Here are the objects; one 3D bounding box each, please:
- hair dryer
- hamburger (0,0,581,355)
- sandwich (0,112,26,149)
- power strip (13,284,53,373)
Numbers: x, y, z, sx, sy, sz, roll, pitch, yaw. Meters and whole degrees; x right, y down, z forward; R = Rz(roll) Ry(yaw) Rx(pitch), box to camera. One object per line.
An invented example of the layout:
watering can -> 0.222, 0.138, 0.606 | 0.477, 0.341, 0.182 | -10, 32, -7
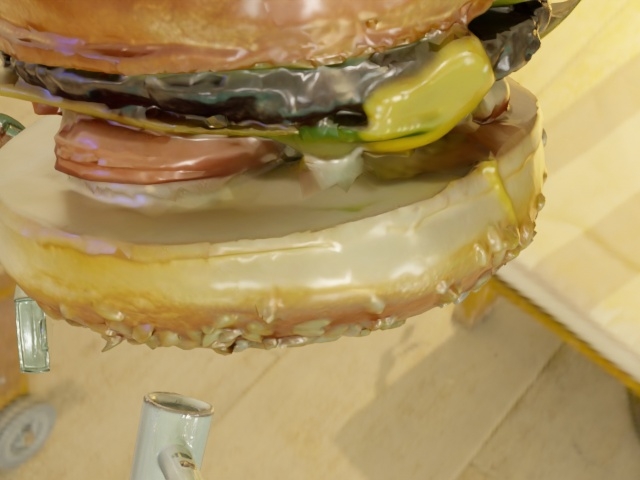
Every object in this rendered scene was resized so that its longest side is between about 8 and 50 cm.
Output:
hair dryer -> -0.131, 0.240, 1.327 | 0.073, 0.131, 0.236 | 10, 6, -19
hamburger -> -0.024, -0.076, 0.628 | 0.291, 0.225, 0.291 | -5, 24, 2
sandwich -> -0.304, -0.060, 1.367 | 0.067, 0.135, 0.029 | -3, 7, -22
power strip -> -0.173, 0.033, 0.834 | 0.019, 0.051, 0.136 | -5, 22, -8
